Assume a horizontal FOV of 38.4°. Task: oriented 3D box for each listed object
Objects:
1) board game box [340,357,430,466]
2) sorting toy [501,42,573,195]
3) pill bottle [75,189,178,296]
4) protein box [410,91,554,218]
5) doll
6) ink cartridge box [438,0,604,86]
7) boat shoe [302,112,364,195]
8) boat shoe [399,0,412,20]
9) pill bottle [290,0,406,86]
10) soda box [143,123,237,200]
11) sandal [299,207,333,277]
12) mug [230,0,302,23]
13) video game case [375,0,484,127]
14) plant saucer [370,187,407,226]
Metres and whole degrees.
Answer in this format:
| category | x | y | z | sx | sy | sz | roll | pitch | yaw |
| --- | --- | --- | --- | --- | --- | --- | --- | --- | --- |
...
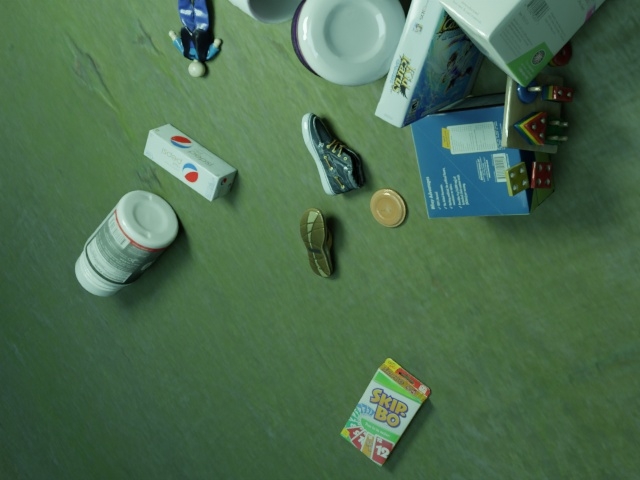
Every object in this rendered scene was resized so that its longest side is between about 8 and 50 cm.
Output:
| category | x | y | z | sx | sy | sz | roll | pitch | yaw |
| --- | --- | --- | --- | --- | --- | --- | --- | --- | --- |
| board game box | 0.146 | 0.393 | 2.093 | 0.124 | 0.039 | 0.259 | 36 | 124 | 16 |
| sorting toy | 0.371 | -0.209 | 1.555 | 0.046 | 0.132 | 0.275 | 9 | 96 | 53 |
| pill bottle | -0.487 | 0.015 | 2.285 | 0.161 | 0.161 | 0.283 | 52 | 130 | 4 |
| protein box | 0.296 | -0.156 | 1.679 | 0.201 | 0.136 | 0.200 | -2 | 109 | 35 |
| doll | -0.278 | -0.449 | 2.009 | 0.129 | 0.046 | 0.189 | 9 | 122 | 21 |
| ink cartridge box | 0.369 | -0.434 | 1.410 | 0.353 | 0.207 | 0.119 | -48 | 61 | 10 |
| boat shoe | 0.030 | -0.185 | 1.905 | 0.083 | 0.065 | 0.183 | -11 | 109 | 35 |
| boat shoe | 0.153 | -0.468 | 1.662 | 0.091 | 0.109 | 0.305 | -28 | 93 | 13 |
| pill bottle | 0.041 | -0.372 | 1.640 | 0.181 | 0.323 | 0.182 | -1 | 103 | -5 |
| soda box | -0.302 | -0.182 | 2.125 | 0.216 | 0.074 | 0.069 | 35 | 126 | 17 |
| sandal | 0.000 | 0.000 | 2.017 | 0.072 | 0.049 | 0.180 | 16 | 133 | 35 |
| mug | -0.151 | -0.581 | 1.749 | 0.328 | 0.276 | 0.374 | 40 | 158 | 21 |
| video game case | 0.216 | -0.339 | 1.569 | 0.061 | 0.269 | 0.244 | 30 | 125 | 22 |
| plant saucer | 0.140 | -0.067 | 1.907 | 0.083 | 0.013 | 0.083 | 15 | 117 | 30 |
